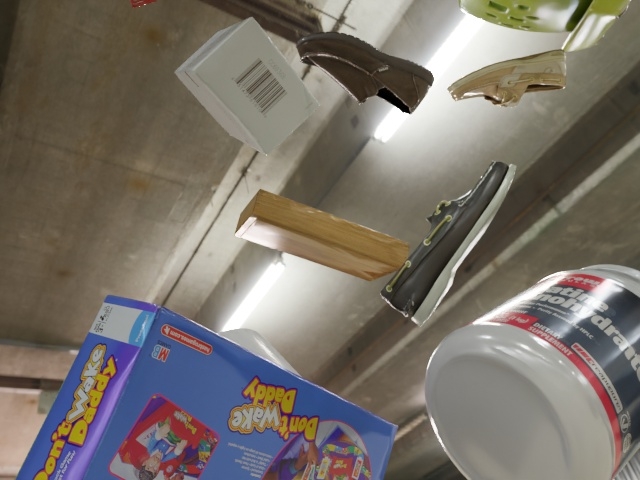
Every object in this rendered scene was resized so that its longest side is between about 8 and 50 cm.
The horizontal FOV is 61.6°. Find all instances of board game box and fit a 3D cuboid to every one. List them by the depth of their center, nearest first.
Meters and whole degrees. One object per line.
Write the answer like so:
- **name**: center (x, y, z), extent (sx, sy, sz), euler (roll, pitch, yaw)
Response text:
- **board game box**: center (-0.077, 0.225, 0.465), extent (0.078, 0.234, 0.347), euler (2, -27, 41)

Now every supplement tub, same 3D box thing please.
- **supplement tub**: center (0.263, 0.142, 0.581), extent (0.272, 0.191, 0.191), euler (-19, -31, -37)

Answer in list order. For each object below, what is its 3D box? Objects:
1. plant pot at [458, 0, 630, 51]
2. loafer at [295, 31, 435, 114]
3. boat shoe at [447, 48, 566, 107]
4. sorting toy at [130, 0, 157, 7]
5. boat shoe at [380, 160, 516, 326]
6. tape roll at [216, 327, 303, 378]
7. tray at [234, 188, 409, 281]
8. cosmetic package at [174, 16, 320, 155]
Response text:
- **plant pot**: center (0.319, -0.384, 0.682), extent (0.228, 0.207, 0.227), euler (-59, -10, 12)
- **loafer**: center (0.108, -0.412, 1.344), extent (0.365, 0.134, 0.130), euler (15, -89, -9)
- **boat shoe**: center (0.258, -0.210, 0.727), extent (0.169, 0.059, 0.063), euler (-16, 2, -5)
- **sorting toy**: center (-0.243, -0.502, 0.982), extent (0.274, 0.132, 0.046), euler (-19, -40, -9)
- **boat shoe**: center (0.158, -0.007, 0.663), extent (0.228, 0.068, 0.081), euler (-58, -17, 1)
- **tape roll**: center (-0.126, 0.278, 0.797), extent (0.246, 0.169, 0.246), euler (-30, -39, -28)
- **tray**: center (0.000, 0.000, 1.389), extent (0.410, 0.076, 0.203), euler (20, -21, -16)
- **cosmetic package**: center (-0.174, -0.331, 1.157), extent (0.156, 0.385, 0.217), euler (-44, -66, -4)
